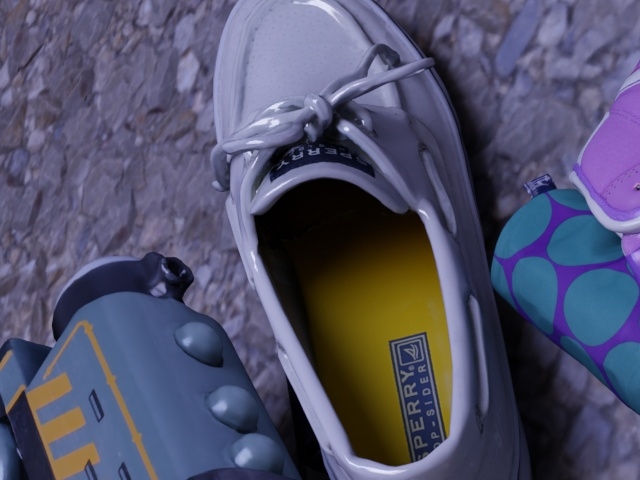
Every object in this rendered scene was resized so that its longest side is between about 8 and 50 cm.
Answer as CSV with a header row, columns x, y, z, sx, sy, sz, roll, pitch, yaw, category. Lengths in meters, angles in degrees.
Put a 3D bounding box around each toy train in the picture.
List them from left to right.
x,y,z,sx,sy,sz,roll,pitch,yaw,category
-0.080,0.149,0.892,0.190,0.142,0.334,-55,36,19,toy train

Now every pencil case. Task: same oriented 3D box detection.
x,y,z,sx,sy,sz,roll,pitch,yaw,category
0.140,0.031,0.840,0.070,0.064,0.152,-33,40,-9,pencil case

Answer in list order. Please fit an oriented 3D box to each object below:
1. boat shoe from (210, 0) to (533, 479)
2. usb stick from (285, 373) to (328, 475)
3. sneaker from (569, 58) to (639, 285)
x,y,z,sx,sy,sz,roll,pitch,yaw,category
0.006,-0.022,0.922,0.136,0.156,0.367,-16,56,7,boat shoe
0.000,0.000,1.047,0.077,0.045,0.278,-44,43,40,usb stick
0.207,-0.025,0.723,0.161,0.102,0.282,-49,24,-13,sneaker
